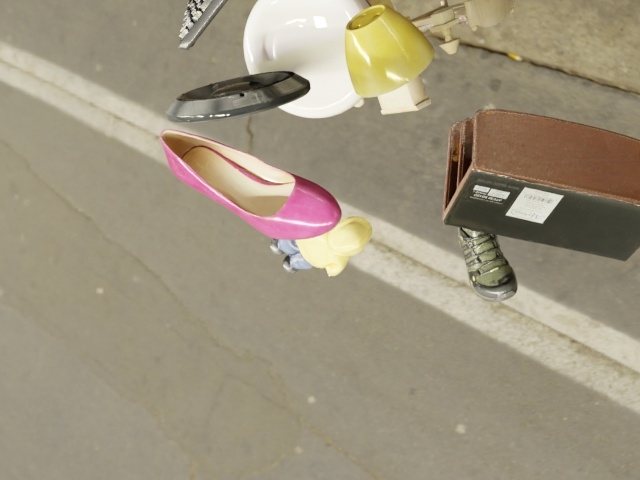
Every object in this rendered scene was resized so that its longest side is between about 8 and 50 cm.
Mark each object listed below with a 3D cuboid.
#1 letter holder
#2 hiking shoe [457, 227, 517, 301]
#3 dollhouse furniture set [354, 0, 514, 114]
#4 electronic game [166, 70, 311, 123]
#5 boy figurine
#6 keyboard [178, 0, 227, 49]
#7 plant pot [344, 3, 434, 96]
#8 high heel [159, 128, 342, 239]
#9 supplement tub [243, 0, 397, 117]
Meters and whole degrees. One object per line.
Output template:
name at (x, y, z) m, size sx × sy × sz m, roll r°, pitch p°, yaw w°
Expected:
letter holder at (0.360, -0.121, 1.341) m, size 0.152 × 0.302 × 0.214 m, roll 108°, pitch 172°, yaw -58°
hiking shoe at (0.300, 0.020, 1.630) m, size 0.086 × 0.114 × 0.227 m, roll -24°, pitch 38°, yaw 4°
dollhouse furniture set at (0.257, -0.419, 1.886) m, size 0.303 × 0.355 × 0.174 m, roll 5°, pitch 120°, yaw 54°
electronic game at (-0.128, -0.220, 1.354) m, size 0.229 × 0.229 × 0.048 m, roll 4°, pitch 114°, yaw 39°
boy figurine at (0.000, 0.000, 1.917) m, size 0.285 × 0.092 × 0.177 m, roll -17°, pitch 112°, yaw 53°
keyboard at (-0.071, -0.258, 0.776) m, size 0.180 × 0.023 × 0.108 m, roll -41°, pitch 26°, yaw 35°
plant pot at (0.089, -0.292, 1.287) m, size 0.134 × 0.095 × 0.134 m, roll -24°, pitch 32°, yaw 16°
high heel at (-0.086, -0.073, 1.023) m, size 0.244 × 0.117 × 0.082 m, roll 26°, pitch 78°, yaw 40°
supplement tub at (0.015, -0.372, 1.578) m, size 0.241 × 0.331 × 0.241 m, roll 4°, pitch 112°, yaw 11°
